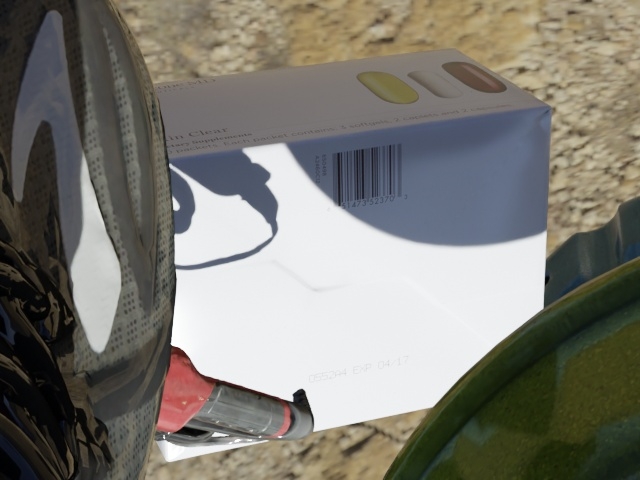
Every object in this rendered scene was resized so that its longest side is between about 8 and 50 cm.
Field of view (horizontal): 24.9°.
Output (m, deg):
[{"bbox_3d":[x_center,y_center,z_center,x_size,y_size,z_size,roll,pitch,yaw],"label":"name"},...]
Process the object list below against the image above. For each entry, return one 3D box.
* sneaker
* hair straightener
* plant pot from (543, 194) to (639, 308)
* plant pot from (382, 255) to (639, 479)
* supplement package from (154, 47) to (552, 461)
[{"bbox_3d":[-0.107,0.080,0.363,0.202,0.185,0.483,-40,33,43],"label":"sneaker"},{"bbox_3d":[-0.082,0.071,0.692,0.089,0.230,0.047,-8,77,32],"label":"hair straightener"},{"bbox_3d":[0.312,0.155,1.072,0.334,0.341,0.341,40,126,-23],"label":"plant pot"},{"bbox_3d":[0.199,0.232,0.420,0.366,0.353,0.366,-1,122,-2],"label":"plant pot"},{"bbox_3d":[0.000,0.000,0.954,0.145,0.262,0.204,-134,39,-59],"label":"supplement package"}]
